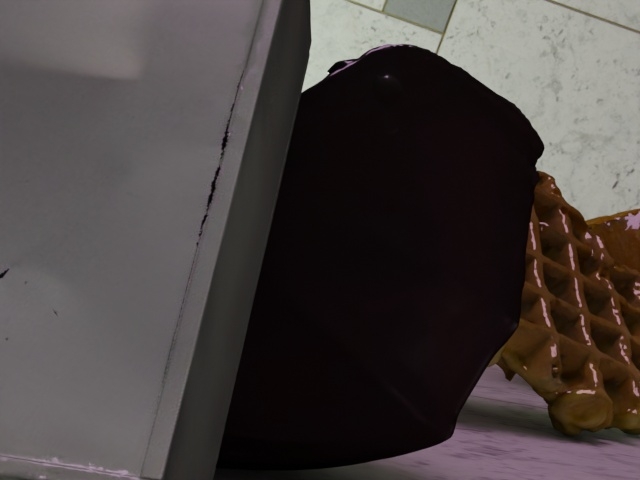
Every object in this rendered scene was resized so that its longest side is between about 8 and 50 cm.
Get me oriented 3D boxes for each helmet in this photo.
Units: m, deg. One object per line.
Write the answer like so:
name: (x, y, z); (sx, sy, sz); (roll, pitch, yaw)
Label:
helmet: (-0.045, 0.020, 0.633); (0.305, 0.177, 0.225); (-4, -9, 13)

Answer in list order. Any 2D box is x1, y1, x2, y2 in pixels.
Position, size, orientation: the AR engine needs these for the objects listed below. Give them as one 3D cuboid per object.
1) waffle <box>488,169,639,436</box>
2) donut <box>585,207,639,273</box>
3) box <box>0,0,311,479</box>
waffle: (0.165, 0.029, 0.964); (0.249, 0.253, 0.056); (-5, -33, -49)
donut: (0.325, 0.037, 1.230); (0.299, 0.150, 0.317); (-14, -3, 13)
box: (-0.086, -0.012, 0.451); (0.130, 0.225, 0.086); (8, -30, 7)
